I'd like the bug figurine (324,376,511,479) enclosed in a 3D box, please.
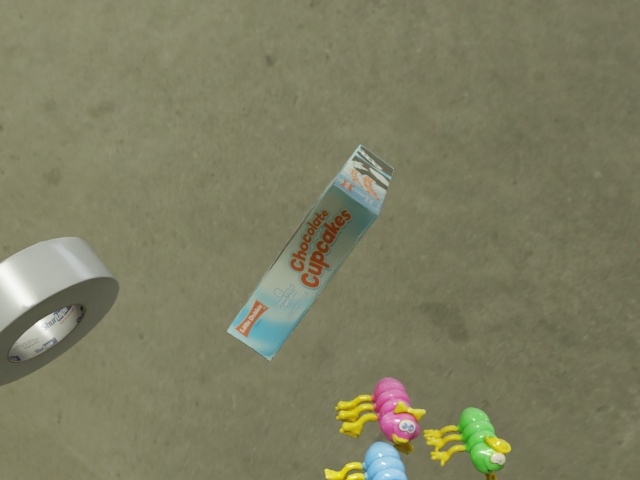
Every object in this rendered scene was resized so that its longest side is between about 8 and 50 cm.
[{"bbox_3d":[0.131,0.226,0.958,0.279,0.072,0.216,21,23,-24],"label":"bug figurine"}]

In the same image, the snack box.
[{"bbox_3d":[0.000,0.000,1.084,0.060,0.322,0.187,35,104,-2],"label":"snack box"}]

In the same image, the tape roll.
[{"bbox_3d":[-0.368,0.092,1.234,0.219,0.219,0.072,-36,76,-21],"label":"tape roll"}]
